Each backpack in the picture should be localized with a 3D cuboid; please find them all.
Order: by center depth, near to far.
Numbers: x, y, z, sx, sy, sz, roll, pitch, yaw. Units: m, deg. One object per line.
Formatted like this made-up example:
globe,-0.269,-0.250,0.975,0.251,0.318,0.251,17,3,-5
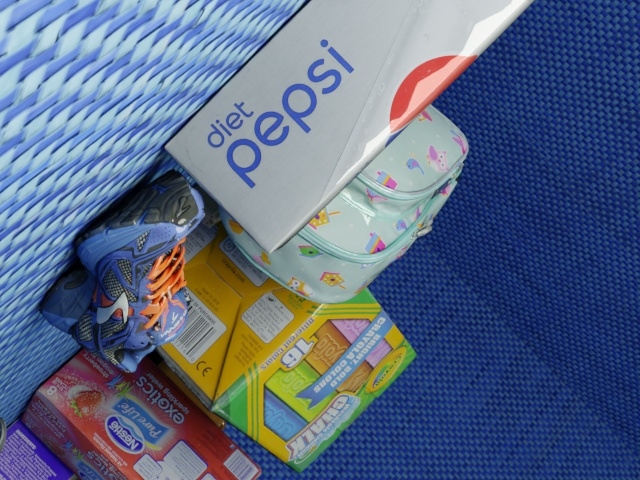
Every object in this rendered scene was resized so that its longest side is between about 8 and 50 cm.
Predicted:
backpack,0.016,-0.051,0.949,0.188,0.166,0.144,-48,-179,-35

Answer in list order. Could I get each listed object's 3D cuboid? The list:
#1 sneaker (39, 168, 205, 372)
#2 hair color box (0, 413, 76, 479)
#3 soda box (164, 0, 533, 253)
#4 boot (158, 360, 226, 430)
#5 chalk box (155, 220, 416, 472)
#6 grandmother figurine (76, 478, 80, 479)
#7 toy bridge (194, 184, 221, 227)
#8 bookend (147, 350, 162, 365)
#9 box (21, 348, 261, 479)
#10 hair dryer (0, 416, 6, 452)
sneaker,-0.118,0.025,0.795,0.083,0.087,0.221,-45,180,-32
hair color box,-0.372,0.292,1.504,0.339,0.110,0.185,-47,180,-40
soda box,0.038,-0.123,0.753,0.286,0.098,0.091,-44,180,2
boot,-0.262,0.259,1.760,0.295,0.211,0.104,-45,179,13
chalk box,-0.038,0.093,1.163,0.179,0.180,0.289,-45,150,-4
grandmother figurine,-0.434,0.410,1.785,0.342,0.104,0.208,-21,166,15
toy bridge,-0.040,-0.067,1.054,0.188,0.063,0.026,-44,179,-38
bookend,-0.171,0.070,1.500,0.156,0.072,0.157,-46,180,-29
box,-0.215,0.243,1.397,0.128,0.257,0.122,-45,178,-36
hair dryer,-0.343,0.322,1.100,0.223,0.080,0.293,47,60,-88
